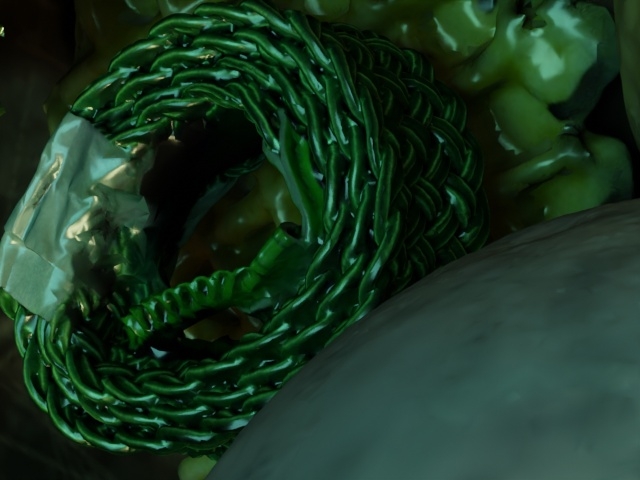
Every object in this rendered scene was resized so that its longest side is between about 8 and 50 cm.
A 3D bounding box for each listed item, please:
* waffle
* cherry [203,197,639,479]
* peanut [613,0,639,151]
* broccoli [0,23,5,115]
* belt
[{"bbox_3d":[0.001,0.000,0.635,0.223,0.054,0.204,19,109,28],"label":"waffle"},{"bbox_3d":[0.082,0.150,0.450,0.291,0.335,0.326,26,111,21],"label":"cherry"},{"bbox_3d":[0.130,-0.088,0.516,0.108,0.095,0.226,9,106,26],"label":"peanut"},{"bbox_3d":[-0.180,-0.157,0.606,0.275,0.308,0.308,-24,86,-10],"label":"broccoli"},{"bbox_3d":[-0.020,0.003,0.575,0.151,0.079,0.121,-38,66,25],"label":"belt"}]
